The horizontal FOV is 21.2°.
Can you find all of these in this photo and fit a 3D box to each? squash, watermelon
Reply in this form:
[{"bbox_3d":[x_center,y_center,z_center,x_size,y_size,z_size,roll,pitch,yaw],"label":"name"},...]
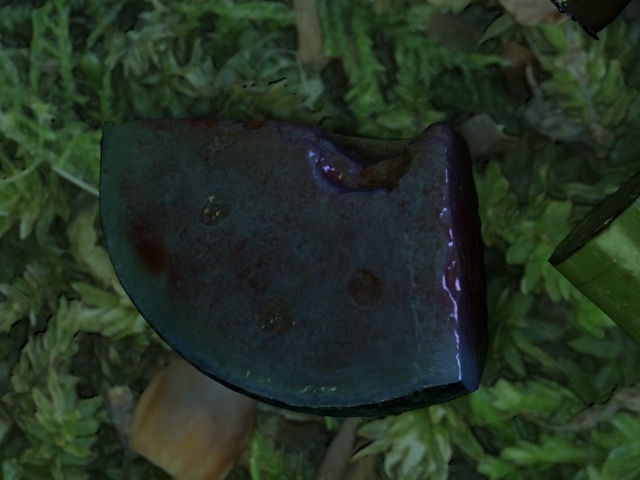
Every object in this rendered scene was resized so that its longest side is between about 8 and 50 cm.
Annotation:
[{"bbox_3d":[0.246,0.064,1.107,0.094,0.094,0.224,-37,95,22],"label":"squash"},{"bbox_3d":[0.000,0.000,1.168,0.318,0.148,0.226,36,93,24],"label":"watermelon"}]

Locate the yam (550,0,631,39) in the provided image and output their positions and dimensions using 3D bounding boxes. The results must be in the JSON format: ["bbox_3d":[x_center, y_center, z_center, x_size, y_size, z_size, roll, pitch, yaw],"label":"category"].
[{"bbox_3d":[0.190,-0.195,1.070,0.127,0.084,0.084,-42,86,18],"label":"yam"}]
